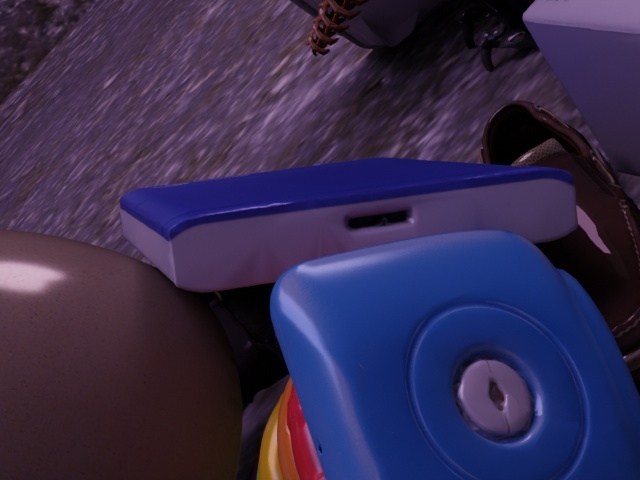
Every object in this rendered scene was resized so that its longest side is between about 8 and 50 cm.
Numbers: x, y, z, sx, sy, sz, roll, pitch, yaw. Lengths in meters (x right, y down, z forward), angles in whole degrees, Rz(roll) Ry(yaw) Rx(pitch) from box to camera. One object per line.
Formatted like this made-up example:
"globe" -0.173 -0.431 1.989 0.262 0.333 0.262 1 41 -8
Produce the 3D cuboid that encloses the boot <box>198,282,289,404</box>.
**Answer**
"boot" -0.078 0.105 0.845 0.229 0.091 0.263 -31 41 -6

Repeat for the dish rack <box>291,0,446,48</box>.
"dish rack" 0.067 -0.311 1.212 0.285 0.333 0.072 -37 57 20

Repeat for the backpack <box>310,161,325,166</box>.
"backpack" 0.000 0.000 1.008 0.105 0.084 0.114 -44 25 4

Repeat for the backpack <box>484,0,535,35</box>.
"backpack" 0.152 -0.277 0.895 0.273 0.355 0.290 -31 0 0

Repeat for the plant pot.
"plant pot" -0.212 0.106 0.697 0.284 0.191 0.284 -23 51 31

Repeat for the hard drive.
"hard drive" -0.006 -0.018 0.788 0.210 0.040 0.319 -8 6 -12

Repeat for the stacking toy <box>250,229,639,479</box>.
"stacking toy" 0.020 0.135 0.680 0.166 0.175 0.302 -8 -23 -30

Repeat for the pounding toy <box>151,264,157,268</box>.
"pounding toy" -0.126 0.087 1.049 0.206 0.094 0.181 -52 23 -17

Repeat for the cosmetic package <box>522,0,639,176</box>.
"cosmetic package" 0.273 -0.139 0.678 0.224 0.138 0.225 -48 31 -14

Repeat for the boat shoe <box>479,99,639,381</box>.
"boat shoe" 0.142 -0.011 0.770 0.095 0.095 0.257 -39 23 12

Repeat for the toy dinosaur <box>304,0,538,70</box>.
"toy dinosaur" 0.125 -0.279 1.117 0.322 0.218 0.164 -29 27 32
